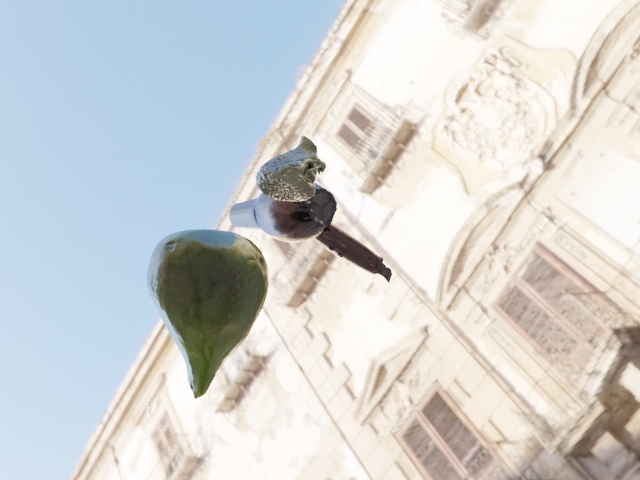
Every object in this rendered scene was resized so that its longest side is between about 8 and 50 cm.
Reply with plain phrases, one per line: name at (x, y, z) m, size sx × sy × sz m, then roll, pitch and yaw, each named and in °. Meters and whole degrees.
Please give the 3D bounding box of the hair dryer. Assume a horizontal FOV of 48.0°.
hair dryer at (0.000, 0.000, 1.486) m, size 0.340 × 0.312 × 0.123 m, roll 34°, pitch -110°, yaw -25°

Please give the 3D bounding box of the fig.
fig at (-0.183, 0.121, 1.167) m, size 0.206 × 0.206 × 0.275 m, roll 4°, pitch -95°, yaw -33°

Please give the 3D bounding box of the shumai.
shumai at (-0.035, -0.094, 0.890) m, size 0.082 × 0.080 × 0.083 m, roll 10°, pitch -17°, yaw 3°
